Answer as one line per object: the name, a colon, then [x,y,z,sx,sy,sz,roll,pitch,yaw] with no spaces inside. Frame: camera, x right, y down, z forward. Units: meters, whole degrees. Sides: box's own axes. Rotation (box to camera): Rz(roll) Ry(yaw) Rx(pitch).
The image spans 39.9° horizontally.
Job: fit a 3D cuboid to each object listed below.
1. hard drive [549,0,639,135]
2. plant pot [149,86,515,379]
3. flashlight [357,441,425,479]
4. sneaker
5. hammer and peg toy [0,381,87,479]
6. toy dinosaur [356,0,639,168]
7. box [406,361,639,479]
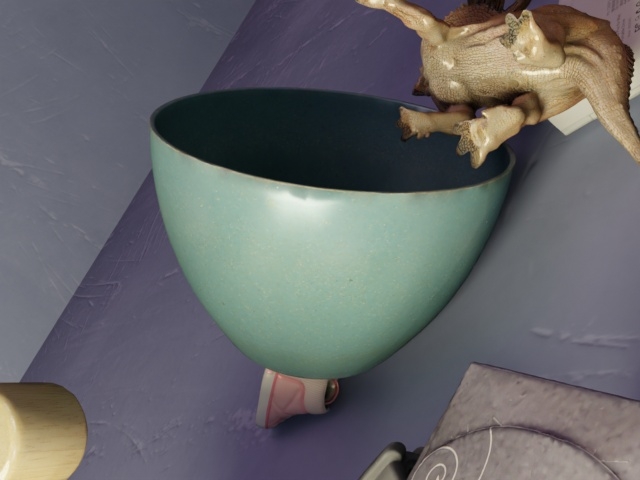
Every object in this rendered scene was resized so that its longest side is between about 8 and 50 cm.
hard drive: [0.316,-0.228,0.697,0.308,0.040,0.203,-32,29,44]
plant pot: [0.000,0.000,0.743,0.290,0.290,0.195,-109,24,-66]
flashlight: [-0.011,0.266,0.539,0.103,0.103,0.304,44,103,35]
sneaker: [-0.022,0.147,0.822,0.134,0.070,0.051,104,179,-59]
hammer and peg toy: [-0.163,0.271,0.486,0.266,0.127,0.361,-23,75,25]
toy dinosaur: [0.161,-0.146,0.702,0.296,0.200,0.127,25,122,45]
box: [0.131,0.160,0.324,0.163,0.142,0.247,-58,21,-13]
